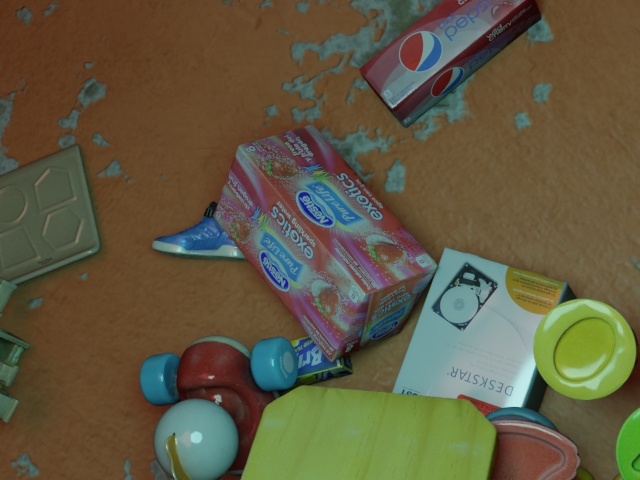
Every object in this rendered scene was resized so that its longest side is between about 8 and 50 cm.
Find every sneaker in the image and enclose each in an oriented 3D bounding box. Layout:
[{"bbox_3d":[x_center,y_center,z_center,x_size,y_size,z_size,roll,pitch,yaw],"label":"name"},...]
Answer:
[{"bbox_3d":[-0.179,-0.016,1.965,0.152,0.058,0.084,3,80,16],"label":"sneaker"}]

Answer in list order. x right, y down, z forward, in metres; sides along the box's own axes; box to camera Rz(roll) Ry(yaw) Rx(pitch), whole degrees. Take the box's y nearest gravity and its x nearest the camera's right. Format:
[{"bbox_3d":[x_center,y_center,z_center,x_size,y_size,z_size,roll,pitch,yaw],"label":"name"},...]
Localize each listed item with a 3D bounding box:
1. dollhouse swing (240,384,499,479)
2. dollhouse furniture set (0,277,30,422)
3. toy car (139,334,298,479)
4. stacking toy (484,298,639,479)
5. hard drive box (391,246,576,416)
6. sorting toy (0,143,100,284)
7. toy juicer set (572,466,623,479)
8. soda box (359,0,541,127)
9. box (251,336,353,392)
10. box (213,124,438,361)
[{"bbox_3d":[0.055,0.395,1.560,0.347,0.315,0.305,2,33,18],"label":"dollhouse swing"},{"bbox_3d":[-0.466,0.169,1.968,0.161,0.101,0.181,21,81,43],"label":"dollhouse furniture set"},{"bbox_3d":[-0.147,0.268,1.740,0.219,0.210,0.238,-9,28,25],"label":"toy car"},{"bbox_3d":[0.337,0.249,1.596,0.279,0.130,0.309,38,103,13],"label":"stacking toy"},{"bbox_3d":[0.221,0.149,1.760,0.181,0.089,0.232,16,80,23],"label":"hard drive box"},{"bbox_3d":[-0.452,-0.035,2.084,0.193,0.038,0.208,-21,63,12],"label":"sorting toy"},{"bbox_3d":[0.302,0.394,1.654,0.329,0.089,0.209,-19,68,13],"label":"toy juicer set"},{"bbox_3d":[0.192,-0.290,1.910,0.263,0.083,0.092,-40,65,5],"label":"soda box"},{"bbox_3d":[-0.043,0.179,1.861,0.169,0.054,0.059,-16,69,13],"label":"box"},{"bbox_3d":[0.000,0.000,1.823,0.142,0.154,0.300,-20,59,-37],"label":"box"}]
